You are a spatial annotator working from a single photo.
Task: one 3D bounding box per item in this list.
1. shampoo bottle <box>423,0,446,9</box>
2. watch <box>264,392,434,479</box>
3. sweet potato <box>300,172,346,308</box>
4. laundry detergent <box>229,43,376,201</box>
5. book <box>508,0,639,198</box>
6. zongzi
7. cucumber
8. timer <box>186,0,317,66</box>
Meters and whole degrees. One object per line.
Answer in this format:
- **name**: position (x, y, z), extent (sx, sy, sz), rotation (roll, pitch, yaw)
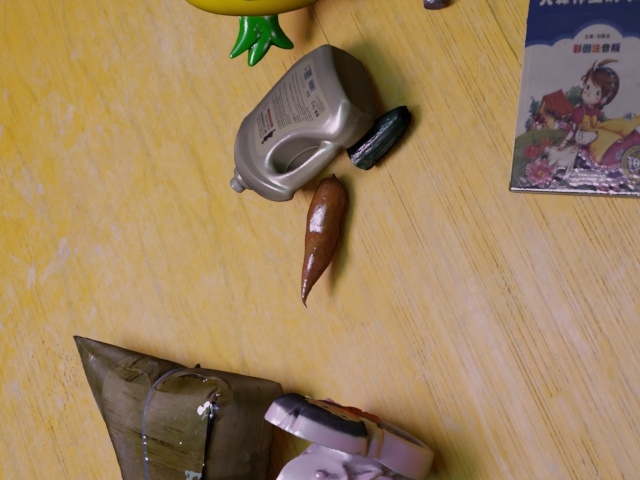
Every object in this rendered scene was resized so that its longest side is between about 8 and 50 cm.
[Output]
- **shampoo bottle**: position (0.151, -0.398, 2.088), extent (0.080, 0.040, 0.165), rotation (-8, 79, 35)
- **watch**: position (0.006, 0.327, 1.985), extent (0.196, 0.244, 0.231), rotation (29, 95, 35)
- **sweet potato**: position (0.000, 0.000, 2.144), extent (0.056, 0.056, 0.194), rotation (4, 79, 37)
- **laundry detergent**: position (-0.037, -0.147, 2.154), extent (0.253, 0.091, 0.181), rotation (-41, 45, 28)
- **book**: position (0.351, -0.215, 1.929), extent (0.228, 0.018, 0.322), rotation (4, 87, 37)
- **zongzi**: position (-0.244, 0.340, 2.219), extent (0.393, 0.174, 0.356), rotation (11, 95, 38)
- **cucumber**: position (0.086, -0.145, 2.105), extent (0.105, 0.048, 0.048), rotation (-41, 62, 24)
- **timer**: position (-0.091, -0.380, 2.150), extent (0.285, 0.285, 0.285), rotation (-5, 82, 37)
